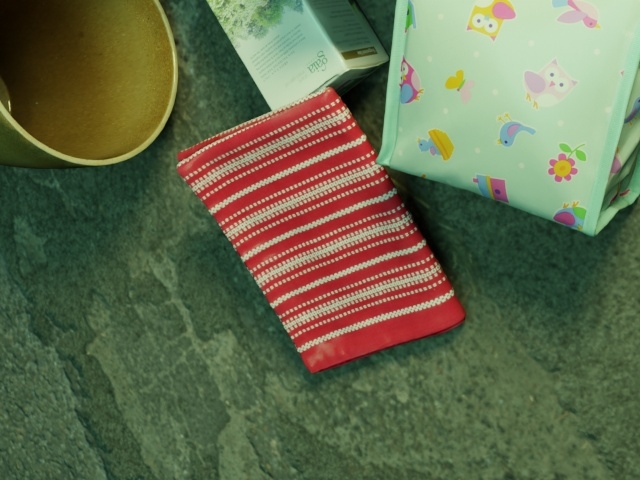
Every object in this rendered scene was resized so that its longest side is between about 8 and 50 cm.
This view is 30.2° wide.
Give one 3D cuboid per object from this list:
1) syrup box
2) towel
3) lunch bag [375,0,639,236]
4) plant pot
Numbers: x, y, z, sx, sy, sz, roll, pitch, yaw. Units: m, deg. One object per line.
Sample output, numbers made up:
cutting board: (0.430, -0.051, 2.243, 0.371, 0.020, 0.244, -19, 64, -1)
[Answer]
syrup box: (-0.044, -0.242, 1.146, 0.093, 0.096, 0.237, -34, 86, 32)
towel: (0.000, 0.000, 1.162, 0.199, 0.031, 0.275, -20, 112, 31)
lunch bag: (0.182, -0.168, 1.001, 0.223, 0.160, 0.262, 20, 116, 25)
plant pot: (-0.321, -0.175, 1.265, 0.254, 0.237, 0.237, -11, 96, 46)
